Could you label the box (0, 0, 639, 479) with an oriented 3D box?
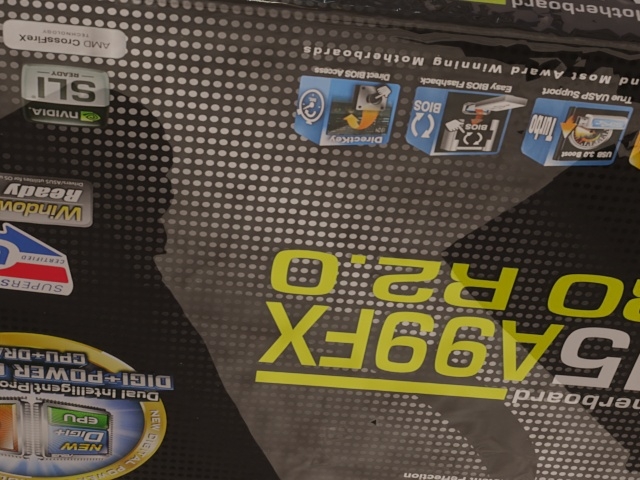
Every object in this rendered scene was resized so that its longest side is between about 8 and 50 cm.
[{"bbox_3d":[0.000,0.000,0.442,0.270,0.060,0.216,6,-42,-5],"label":"box"}]
